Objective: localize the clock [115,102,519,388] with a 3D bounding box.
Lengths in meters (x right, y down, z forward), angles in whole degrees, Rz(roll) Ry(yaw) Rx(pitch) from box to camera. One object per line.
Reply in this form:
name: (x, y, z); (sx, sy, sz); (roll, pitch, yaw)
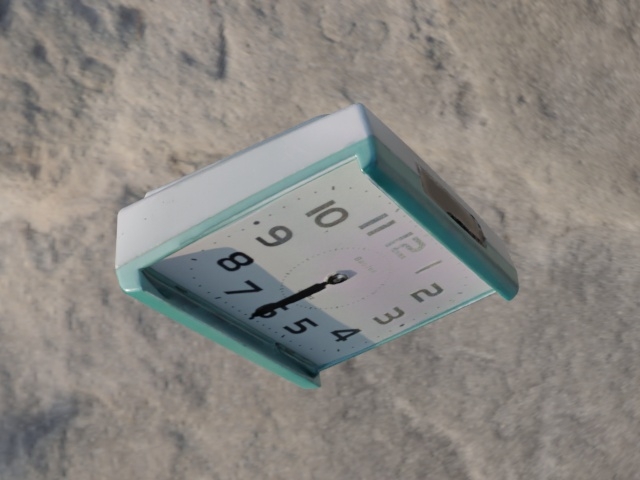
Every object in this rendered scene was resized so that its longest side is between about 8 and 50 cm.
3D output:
clock: (0.000, 0.000, 0.923); (0.231, 0.262, 0.116); (-26, 56, 21)
